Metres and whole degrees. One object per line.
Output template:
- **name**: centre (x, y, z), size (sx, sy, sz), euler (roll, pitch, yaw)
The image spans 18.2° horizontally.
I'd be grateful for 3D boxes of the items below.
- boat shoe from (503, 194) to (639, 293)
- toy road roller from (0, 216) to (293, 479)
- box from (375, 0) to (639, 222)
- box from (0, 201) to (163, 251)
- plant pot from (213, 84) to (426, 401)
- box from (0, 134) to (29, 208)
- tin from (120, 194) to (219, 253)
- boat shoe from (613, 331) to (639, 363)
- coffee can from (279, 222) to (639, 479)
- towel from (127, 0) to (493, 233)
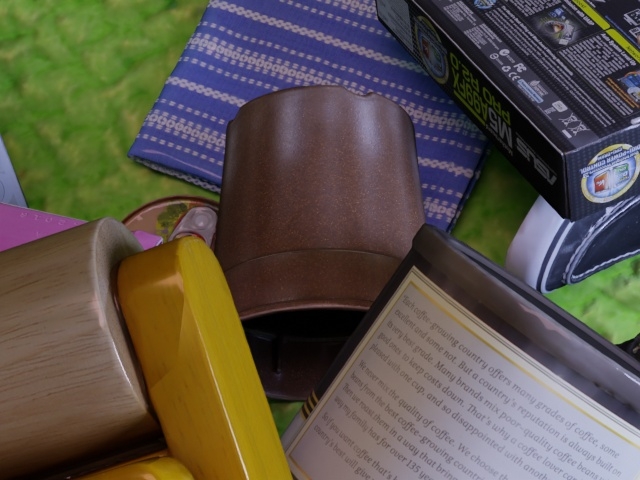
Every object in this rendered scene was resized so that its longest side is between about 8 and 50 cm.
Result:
- **boat shoe**: centre (0.255, -0.048, 1.342), size (0.301, 0.108, 0.102), euler (-36, 64, -23)
- **toy road roller**: centre (-0.127, 0.162, 0.936), size (0.203, 0.240, 0.329), euler (-19, 86, 11)
- **box**: centre (0.187, -0.143, 1.322), size (0.216, 0.060, 0.270), euler (-23, 43, -15)
- **box**: centre (-0.216, 0.103, 1.190), size (0.214, 0.243, 0.117), euler (13, 36, 10)
- **plant pot**: centre (0.000, 0.000, 1.283), size (0.167, 0.167, 0.165), euler (-2, 65, 2)
- **box**: centre (-0.305, -0.129, 1.342), size (0.127, 0.231, 0.262), euler (-21, 62, -8)
- **tin**: centre (-0.110, 0.056, 1.340), size (0.106, 0.040, 0.189), euler (20, 64, 9)
- **boat shoe**: centre (0.191, 0.196, 1.218), size (0.114, 0.091, 0.302), euler (35, 58, -29)
- **coffee can**: centre (0.063, 0.158, 1.124), size (0.201, 0.201, 0.275), euler (37, 95, 20)
- **towel**: centre (0.038, -0.160, 1.448), size (0.243, 0.040, 0.336), euler (19, 64, 14)
